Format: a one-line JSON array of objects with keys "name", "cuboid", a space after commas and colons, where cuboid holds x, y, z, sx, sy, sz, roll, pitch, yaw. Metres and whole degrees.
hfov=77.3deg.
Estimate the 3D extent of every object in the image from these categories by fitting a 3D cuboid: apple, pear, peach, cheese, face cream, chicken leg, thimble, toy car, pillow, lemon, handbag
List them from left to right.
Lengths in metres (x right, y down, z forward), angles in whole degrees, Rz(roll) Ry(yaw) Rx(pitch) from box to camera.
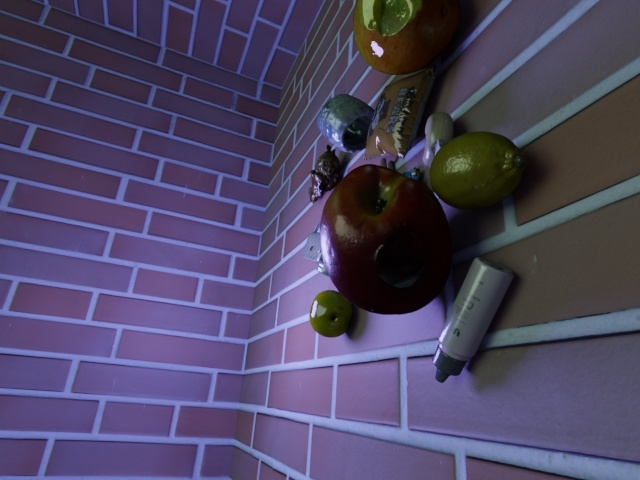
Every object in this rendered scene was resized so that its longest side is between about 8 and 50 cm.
[{"name": "handbag", "cuboid": [0.000, 0.000, 1.929, 0.256, 0.079, 0.219, 3, 78, 68]}, {"name": "chicken leg", "cuboid": [0.010, -0.284, 1.999, 0.361, 0.140, 0.211, 112, -179, -51]}, {"name": "pear", "cuboid": [0.041, 0.279, 1.559, 0.216, 0.166, 0.180, -52, -38, -87]}, {"name": "thimble", "cuboid": [0.122, -0.476, 1.642, 0.172, 0.250, 0.205, 43, 124, 32]}, {"name": "peach", "cuboid": [0.170, 0.012, 1.037, 0.310, 0.335, 0.406, -117, 14, -67]}, {"name": "pillow", "cuboid": [0.268, -0.434, 1.413, 0.310, 0.119, 0.312, -69, 22, 3]}, {"name": "apple", "cuboid": [0.262, -0.699, 1.278, 0.339, 0.339, 0.339, -167, 90, -70]}, {"name": "toy car", "cuboid": [0.278, -0.158, 1.302, 0.126, 0.098, 0.161, -19, 26, 36]}, {"name": "cheese", "cuboid": [0.331, -0.284, 1.116, 0.249, 0.071, 0.163, -38, -45, -78]}, {"name": "face cream", "cuboid": [0.333, 0.194, 0.914, 0.092, 0.092, 0.311, -127, 51, -64]}, {"name": "lemon", "cuboid": [0.361, -0.163, 0.926, 0.248, 0.184, 0.184, -14, 65, 59]}]

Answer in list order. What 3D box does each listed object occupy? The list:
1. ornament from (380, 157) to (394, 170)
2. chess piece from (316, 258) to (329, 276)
[{"name": "ornament", "cuboid": [0.206, -0.143, 1.486, 0.230, 0.061, 0.245, 126, 153, -48]}, {"name": "chess piece", "cuboid": [0.093, 0.024, 1.625, 0.272, 0.139, 0.139, -66, 21, -1]}]
